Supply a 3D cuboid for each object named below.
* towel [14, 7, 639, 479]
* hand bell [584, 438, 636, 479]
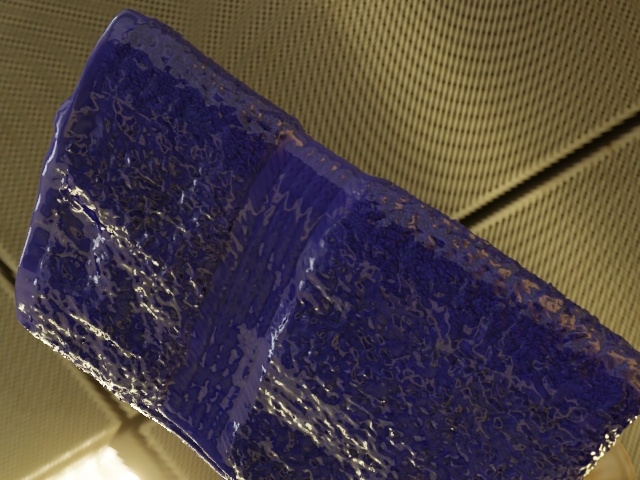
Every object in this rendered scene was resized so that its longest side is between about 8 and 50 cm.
[{"bbox_3d":[-0.016,0.055,0.635,0.308,0.076,0.227,34,-45,12],"label":"towel"},{"bbox_3d":[0.244,0.308,1.526,0.242,0.126,0.126,-14,-66,-29],"label":"hand bell"}]
